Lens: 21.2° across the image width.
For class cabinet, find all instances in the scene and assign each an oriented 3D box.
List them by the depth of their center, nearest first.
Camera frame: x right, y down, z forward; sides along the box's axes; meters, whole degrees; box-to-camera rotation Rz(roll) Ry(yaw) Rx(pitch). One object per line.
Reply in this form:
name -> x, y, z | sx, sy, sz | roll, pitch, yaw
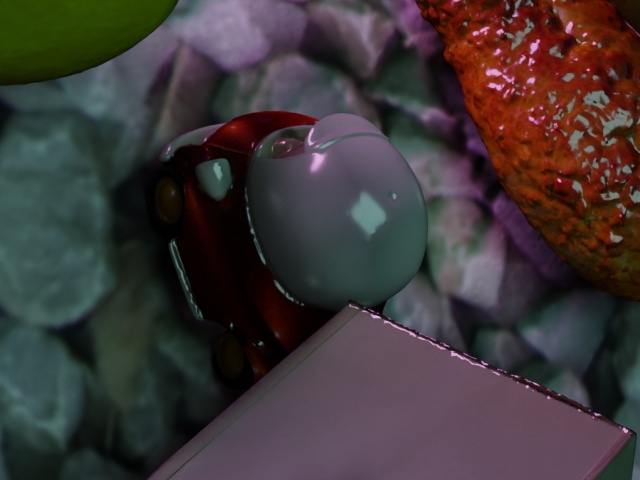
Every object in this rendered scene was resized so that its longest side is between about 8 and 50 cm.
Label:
cabinet -> 0.010, 0.157, 0.692 | 0.206, 0.145, 0.150 | -40, 142, -38

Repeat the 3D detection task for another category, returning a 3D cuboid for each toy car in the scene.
toy car -> 0.000, 0.000, 0.786 | 0.112, 0.112, 0.139 | -9, 82, -39

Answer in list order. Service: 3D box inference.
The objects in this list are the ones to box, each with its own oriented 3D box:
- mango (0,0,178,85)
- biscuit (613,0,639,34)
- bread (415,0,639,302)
mango -> -0.163, -0.152, 0.685 | 0.273, 0.149, 0.185 | -6, 87, -33
biscuit -> 0.244, -0.221, 1.032 | 0.329, 0.078, 0.335 | 10, 59, -50
bread -> 0.142, -0.081, 0.933 | 0.139, 0.095, 0.269 | -26, 89, -47
